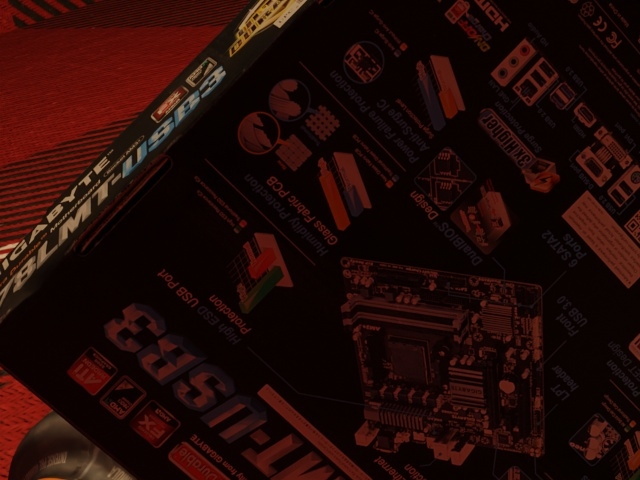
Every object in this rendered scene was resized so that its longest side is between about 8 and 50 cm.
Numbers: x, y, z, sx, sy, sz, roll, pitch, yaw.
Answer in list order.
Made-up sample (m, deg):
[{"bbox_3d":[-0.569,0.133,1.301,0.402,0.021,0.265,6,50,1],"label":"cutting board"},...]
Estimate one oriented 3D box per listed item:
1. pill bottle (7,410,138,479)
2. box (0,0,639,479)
[{"bbox_3d":[-0.088,0.127,0.885,0.130,0.130,0.246,-2,21,27],"label":"pill bottle"},{"bbox_3d":[0.055,0.022,0.681,0.293,0.295,0.073,-46,22,1],"label":"box"}]
